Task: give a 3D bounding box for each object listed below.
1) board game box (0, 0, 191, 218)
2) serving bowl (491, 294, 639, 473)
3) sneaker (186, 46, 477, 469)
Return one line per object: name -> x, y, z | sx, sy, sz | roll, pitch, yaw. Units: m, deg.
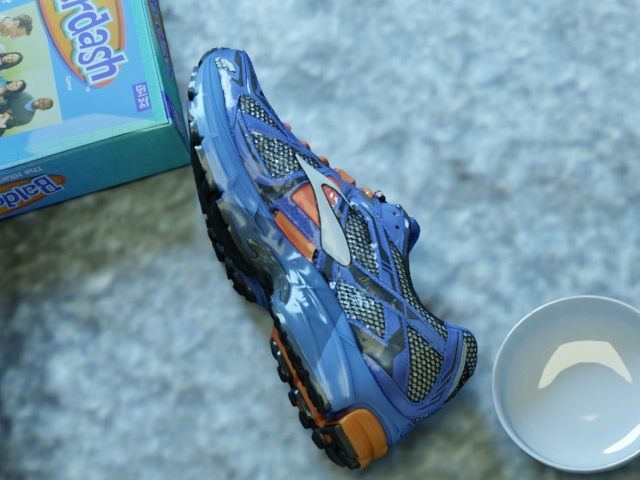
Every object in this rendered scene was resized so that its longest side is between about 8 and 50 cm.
board game box -> -0.183, -0.087, 1.004 | 0.210, 0.047, 0.160 | -16, 64, 5
serving bowl -> 0.120, 0.068, 0.881 | 0.083, 0.027, 0.083 | -4, 65, 10
sneaker -> 0.000, 0.000, 0.919 | 0.087, 0.083, 0.221 | -22, 69, -13
